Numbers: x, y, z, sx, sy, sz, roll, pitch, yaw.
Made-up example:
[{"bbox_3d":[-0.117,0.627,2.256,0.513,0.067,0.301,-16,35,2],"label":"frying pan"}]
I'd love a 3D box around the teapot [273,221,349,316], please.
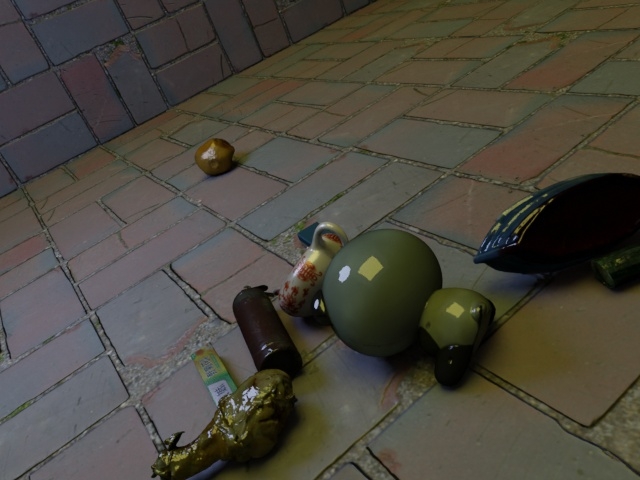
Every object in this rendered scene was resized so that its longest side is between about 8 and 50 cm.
[{"bbox_3d":[-0.006,0.054,0.942,0.116,0.246,0.159,42,45,15],"label":"teapot"}]

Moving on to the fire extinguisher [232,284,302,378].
[{"bbox_3d":[-0.096,0.144,0.950,0.089,0.072,0.268,-3,23,-20],"label":"fire extinguisher"}]

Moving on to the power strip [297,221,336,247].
[{"bbox_3d":[0.000,0.000,1.150,0.056,0.032,0.123,-31,30,-16],"label":"power strip"}]

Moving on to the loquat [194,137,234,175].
[{"bbox_3d":[-0.335,-0.269,1.758,0.137,0.113,0.137,-42,15,14],"label":"loquat"}]

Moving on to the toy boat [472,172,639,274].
[{"bbox_3d":[0.381,-0.025,0.850,0.309,0.129,0.142,-22,-5,-5],"label":"toy boat"}]

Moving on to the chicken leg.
[{"bbox_3d":[-0.126,0.266,0.752,0.227,0.088,0.103,-33,46,-19],"label":"chicken leg"}]

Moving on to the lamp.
[{"bbox_3d":[0.120,0.087,0.797,0.243,0.198,0.198,25,51,24],"label":"lamp"}]

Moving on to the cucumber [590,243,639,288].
[{"bbox_3d":[0.443,0.031,0.774,0.105,0.048,0.048,-22,29,2],"label":"cucumber"}]

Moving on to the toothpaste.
[{"bbox_3d":[-0.164,0.228,0.887,0.043,0.037,0.178,-30,30,-15],"label":"toothpaste"}]
